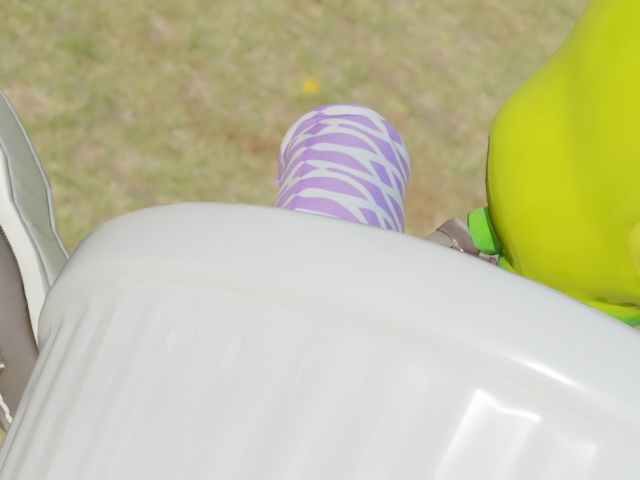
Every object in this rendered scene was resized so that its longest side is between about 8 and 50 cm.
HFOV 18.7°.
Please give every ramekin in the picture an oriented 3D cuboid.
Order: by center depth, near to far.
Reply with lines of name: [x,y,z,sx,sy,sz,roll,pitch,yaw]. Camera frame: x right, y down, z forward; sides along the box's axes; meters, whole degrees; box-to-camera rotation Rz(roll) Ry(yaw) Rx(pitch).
ramekin: [0.022,0.116,0.523,0.273,0.273,0.127,30,66,-5]

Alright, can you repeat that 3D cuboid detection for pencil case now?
pencil case: [0.000,0.000,1.096,0.086,0.088,0.206,59,21,-23]

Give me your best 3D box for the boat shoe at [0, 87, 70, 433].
boat shoe: [-0.185,0.041,1.112,0.324,0.097,0.116,64,6,22]

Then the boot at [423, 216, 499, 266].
boot: [0.107,0.044,1.279,0.118,0.087,0.042,39,-19,-14]

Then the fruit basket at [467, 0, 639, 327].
fruit basket: [0.238,-0.074,0.765,0.392,0.392,0.283,13,19,-39]
